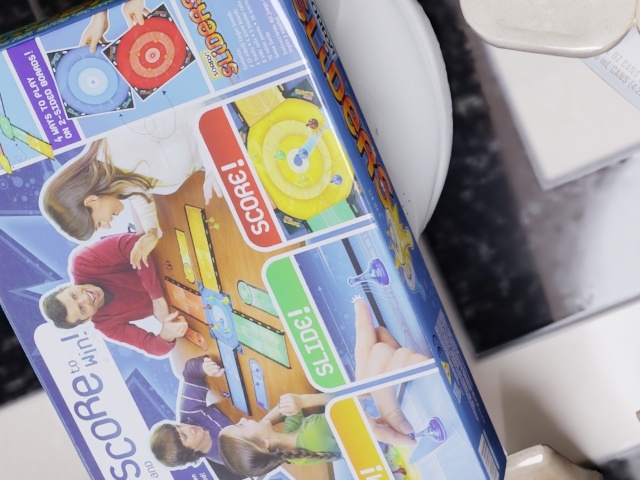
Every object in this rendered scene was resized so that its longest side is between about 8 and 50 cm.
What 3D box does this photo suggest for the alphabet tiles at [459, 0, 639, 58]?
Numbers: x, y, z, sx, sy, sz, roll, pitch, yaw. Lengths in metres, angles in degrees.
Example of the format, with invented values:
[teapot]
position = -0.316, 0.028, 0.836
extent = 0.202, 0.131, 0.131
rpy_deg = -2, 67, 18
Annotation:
[alphabet tiles]
position = 0.152, -0.183, 0.496
extent = 0.284, 0.021, 0.278
rpy_deg = 9, 80, 13

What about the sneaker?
[sneaker]
position = 0.000, 0.000, 0.571
extent = 0.080, 0.094, 0.212
rpy_deg = 8, 102, 13

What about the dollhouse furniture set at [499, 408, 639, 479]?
[dollhouse furniture set]
position = 0.174, 0.166, 0.478
extent = 0.259, 0.135, 0.262
rpy_deg = -21, 66, 17

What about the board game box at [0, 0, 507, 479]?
[board game box]
position = -0.036, 0.015, 0.506
extent = 0.136, 0.035, 0.201
rpy_deg = -17, 108, 18

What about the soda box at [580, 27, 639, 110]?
[soda box]
position = 0.189, -0.026, 0.529
extent = 0.216, 0.074, 0.069
rpy_deg = 41, 106, 5
